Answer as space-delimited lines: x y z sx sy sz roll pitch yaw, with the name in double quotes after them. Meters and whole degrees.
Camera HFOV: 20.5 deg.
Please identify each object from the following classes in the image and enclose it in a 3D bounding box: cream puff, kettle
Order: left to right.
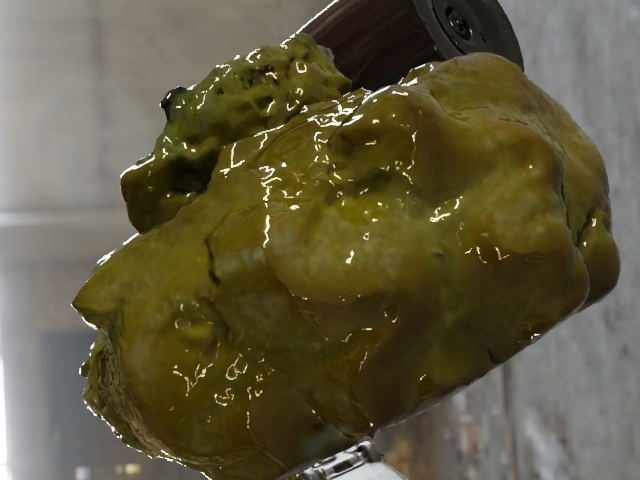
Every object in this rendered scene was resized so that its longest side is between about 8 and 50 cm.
-0.002 0.001 0.825 0.185 0.282 0.282 63 177 1 "cream puff"
0.027 -0.104 1.404 0.144 0.232 0.202 43 -145 -21 "kettle"

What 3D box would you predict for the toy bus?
0.004 0.212 1.600 0.226 0.081 0.074 21 130 59 "toy bus"
